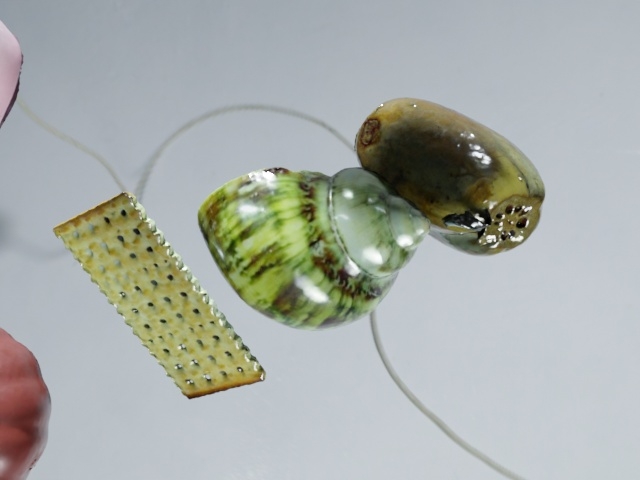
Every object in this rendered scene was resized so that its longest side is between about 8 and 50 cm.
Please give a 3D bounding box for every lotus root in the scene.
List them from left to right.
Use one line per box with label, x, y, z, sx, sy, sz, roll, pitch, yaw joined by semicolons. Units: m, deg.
lotus root;0.124;-0.069;0.976;0.123;0.124;0.241;-41;43;-6

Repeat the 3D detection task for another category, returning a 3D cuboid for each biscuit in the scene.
biscuit;-0.156;0.060;0.959;0.139;0.231;0.016;-20;22;42

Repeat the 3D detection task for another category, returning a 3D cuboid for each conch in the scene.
conch;0.001;0.002;0.893;0.181;0.187;0.124;-39;45;10

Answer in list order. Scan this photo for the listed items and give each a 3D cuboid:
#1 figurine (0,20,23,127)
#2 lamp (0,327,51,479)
figurine;-0.475;-0.159;0.930;0.284;0.315;0.206;-35;61;6
lamp;-0.186;0.090;0.495;0.101;0.090;0.101;-3;77;14
